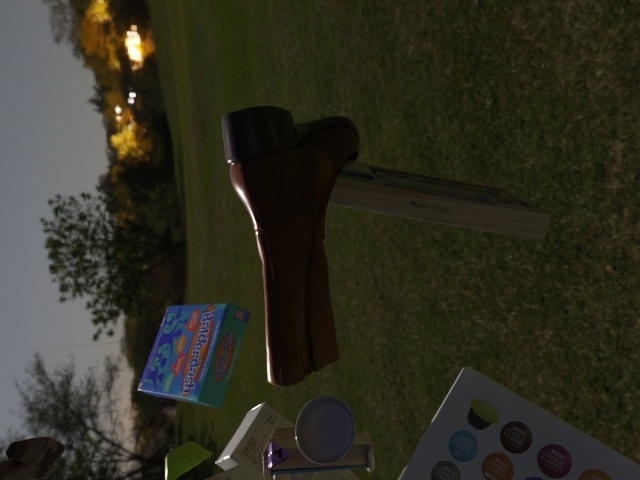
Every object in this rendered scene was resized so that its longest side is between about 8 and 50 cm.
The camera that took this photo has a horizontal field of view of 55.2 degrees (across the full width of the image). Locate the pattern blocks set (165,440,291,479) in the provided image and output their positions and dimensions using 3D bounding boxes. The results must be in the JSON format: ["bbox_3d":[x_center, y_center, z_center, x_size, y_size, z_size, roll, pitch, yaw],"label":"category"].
[{"bbox_3d":[-0.152,0.448,0.968,0.285,0.324,0.026,46,138,15],"label":"pattern blocks set"}]

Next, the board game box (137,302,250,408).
[{"bbox_3d":[-0.216,0.188,1.028,0.210,0.047,0.160,-9,58,47],"label":"board game box"}]

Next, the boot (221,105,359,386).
[{"bbox_3d":[0.000,0.000,0.698,0.264,0.096,0.281,-14,-87,-71],"label":"boot"}]

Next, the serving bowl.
[{"bbox_3d":[0.011,0.241,0.778,0.027,0.083,0.083,37,-144,-57],"label":"serving bowl"}]

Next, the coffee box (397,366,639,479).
[{"bbox_3d":[0.358,0.476,1.076,0.337,0.338,0.334,28,82,37],"label":"coffee box"}]

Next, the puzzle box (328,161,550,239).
[{"bbox_3d":[0.204,-0.090,1.200,0.272,0.408,0.052,-98,18,-75],"label":"puzzle box"}]

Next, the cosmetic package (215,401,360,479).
[{"bbox_3d":[-0.075,0.553,1.465,0.160,0.309,0.113,-53,6,-39],"label":"cosmetic package"}]

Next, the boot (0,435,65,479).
[{"bbox_3d":[-0.432,0.335,0.888,0.042,0.118,0.087,41,180,37],"label":"boot"}]

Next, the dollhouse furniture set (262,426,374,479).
[{"bbox_3d":[0.004,0.532,1.175,0.286,0.198,0.304,87,180,-82],"label":"dollhouse furniture set"}]
